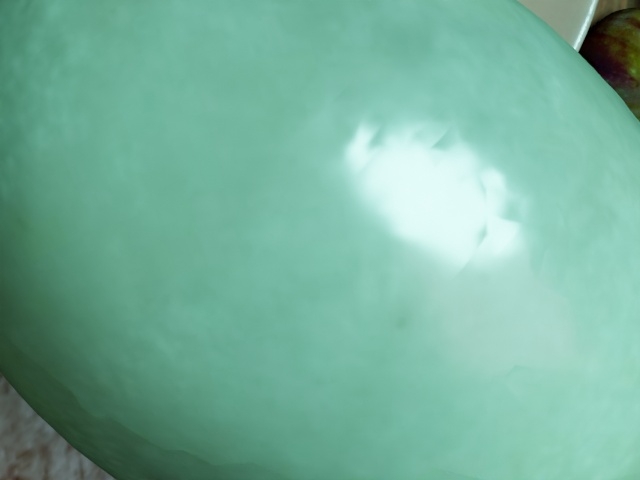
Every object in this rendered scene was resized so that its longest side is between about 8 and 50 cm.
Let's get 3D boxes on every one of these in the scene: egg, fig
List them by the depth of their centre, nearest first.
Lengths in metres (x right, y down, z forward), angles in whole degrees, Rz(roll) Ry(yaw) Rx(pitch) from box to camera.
[{"bbox_3d":[0.000,0.000,0.705,0.352,0.258,0.258,27,85,-13],"label":"egg"},{"bbox_3d":[0.223,-0.095,1.083,0.089,0.125,0.089,-31,134,-37],"label":"fig"}]

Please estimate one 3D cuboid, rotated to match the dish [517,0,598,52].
[{"bbox_3d":[0.060,-0.147,0.882,0.213,0.090,0.213,-29,131,-39],"label":"dish"}]
